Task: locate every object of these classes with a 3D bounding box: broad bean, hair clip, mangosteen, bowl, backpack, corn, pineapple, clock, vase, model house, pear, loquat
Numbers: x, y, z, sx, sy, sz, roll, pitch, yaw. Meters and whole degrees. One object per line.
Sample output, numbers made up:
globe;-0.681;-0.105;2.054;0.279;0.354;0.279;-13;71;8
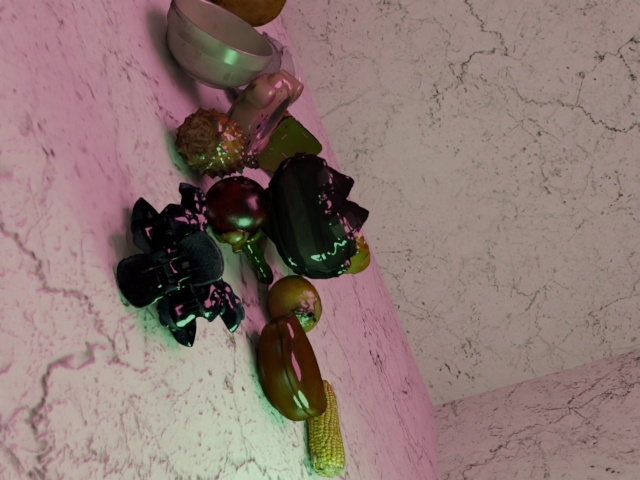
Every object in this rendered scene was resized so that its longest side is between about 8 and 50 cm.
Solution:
broad bean;-0.193;0.029;1.855;0.053;0.052;0.256;14;-40;53
hair clip;-0.256;0.047;1.262;0.206;0.195;0.310;-29;98;-84
mangosteen;-0.211;-0.065;1.682;0.200;0.200;0.199;-19;90;-77
bowl;-0.292;-0.531;1.843;0.307;0.163;0.307;24;29;-14
backpack;-0.013;-0.065;1.775;0.446;0.255;0.363;-165;-124;-86
corn;0.008;0.524;1.871;0.293;0.107;0.106;-100;164;-48
pineapple;-0.246;-0.231;1.741;0.361;0.175;0.174;19;53;-73
clock;-0.186;-0.377;2.001;0.114;0.284;0.309;38;19;0
vase;-0.192;-0.586;2.380;0.445;0.250;0.249;-27;98;-82
model house;-0.152;-0.356;2.348;0.154;0.207;0.294;51;8;26
pear;-0.267;-0.937;2.411;0.304;0.304;0.303;-19;90;-77
loquat;-0.075;0.180;1.902;0.172;0.150;0.204;65;-3;-23

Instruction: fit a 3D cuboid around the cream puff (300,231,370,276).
cream puff;0.005;0.007;2.195;0.323;0.270;0.274;57;-1;-24

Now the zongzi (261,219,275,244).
zongzi;-0.135;-0.052;2.009;0.221;0.112;0.242;54;11;20

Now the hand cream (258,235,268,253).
hand cream;-0.176;0.017;2.005;0.102;0.022;0.035;-80;148;-57

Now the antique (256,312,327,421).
antique;-0.077;0.330;1.704;0.223;0.129;0.278;-46;116;-75
